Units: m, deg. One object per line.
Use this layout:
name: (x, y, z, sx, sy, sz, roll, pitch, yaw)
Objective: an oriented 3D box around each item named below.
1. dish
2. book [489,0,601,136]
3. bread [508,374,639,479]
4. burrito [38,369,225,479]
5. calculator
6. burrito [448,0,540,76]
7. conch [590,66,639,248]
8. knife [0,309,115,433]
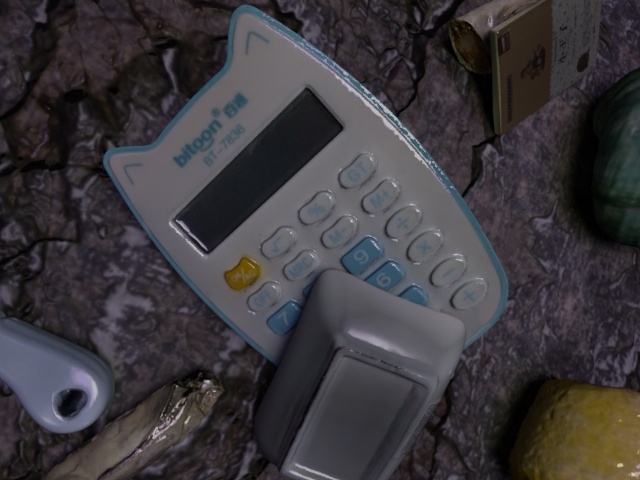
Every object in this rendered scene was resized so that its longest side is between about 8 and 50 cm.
dish: (0.030, 0.150, 0.414, 0.152, 0.077, 0.212, 23, 109, -3)
book: (0.289, -0.239, 0.570, 0.199, 0.016, 0.138, -35, 131, -16)
bread: (0.316, 0.255, 0.496, 0.197, 0.197, 0.170, 34, 71, -11)
burrito: (-0.192, 0.198, 0.410, 0.230, 0.063, 0.058, -30, 66, -15)
calculator: (0.000, 0.000, 0.434, 0.256, 0.054, 0.386, -41, 96, 14)
burrito: (0.259, -0.285, 0.575, 0.226, 0.060, 0.086, -36, 125, -18)
conch: (0.441, -0.090, 0.570, 0.221, 0.195, 0.277, -23, 61, -26)
knife: (-0.337, 0.068, 0.394, 0.332, 0.044, 0.080, 33, 85, -5)
